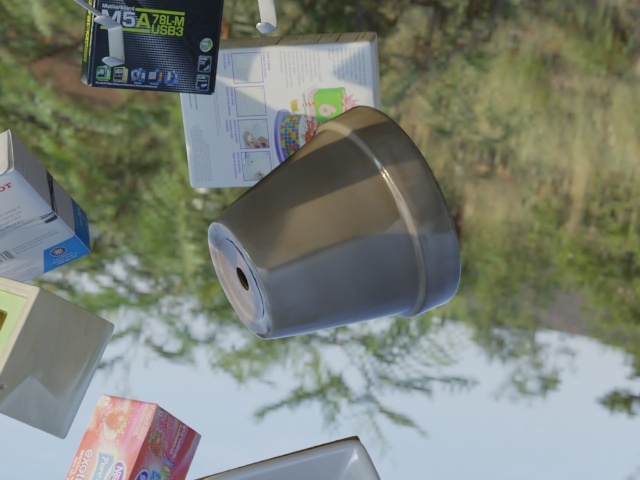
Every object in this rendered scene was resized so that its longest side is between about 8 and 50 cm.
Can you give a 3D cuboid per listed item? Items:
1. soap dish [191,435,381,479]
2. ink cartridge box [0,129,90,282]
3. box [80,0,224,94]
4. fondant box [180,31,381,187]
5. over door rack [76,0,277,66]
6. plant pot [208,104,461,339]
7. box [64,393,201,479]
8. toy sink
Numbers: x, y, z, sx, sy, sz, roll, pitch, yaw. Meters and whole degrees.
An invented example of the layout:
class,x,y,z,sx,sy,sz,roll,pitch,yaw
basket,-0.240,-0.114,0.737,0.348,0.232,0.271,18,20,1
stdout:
class,x,y,z,sx,sy,sz,roll,pitch,yaw
soap dish,-0.035,0.420,1.910,0.290,0.229,0.118,-11,149,-25
ink cartridge box,-0.410,-0.036,1.756,0.139,0.082,0.191,-23,137,11
box,-0.232,-0.302,1.873,0.190,0.184,0.045,2,-165,-26
fondant box,-0.064,-0.219,2.264,0.330,0.238,0.096,-1,-161,11
over door rack,-0.223,-0.345,1.578,0.239,0.108,0.324,-9,153,20
plant pot,0.000,0.000,1.960,0.280,0.323,0.323,-24,-165,-21
box,-0.351,0.440,2.365,0.142,0.300,0.154,4,152,35
toy sink,-0.390,0.130,1.646,0.131,0.153,0.234,32,166,-39
